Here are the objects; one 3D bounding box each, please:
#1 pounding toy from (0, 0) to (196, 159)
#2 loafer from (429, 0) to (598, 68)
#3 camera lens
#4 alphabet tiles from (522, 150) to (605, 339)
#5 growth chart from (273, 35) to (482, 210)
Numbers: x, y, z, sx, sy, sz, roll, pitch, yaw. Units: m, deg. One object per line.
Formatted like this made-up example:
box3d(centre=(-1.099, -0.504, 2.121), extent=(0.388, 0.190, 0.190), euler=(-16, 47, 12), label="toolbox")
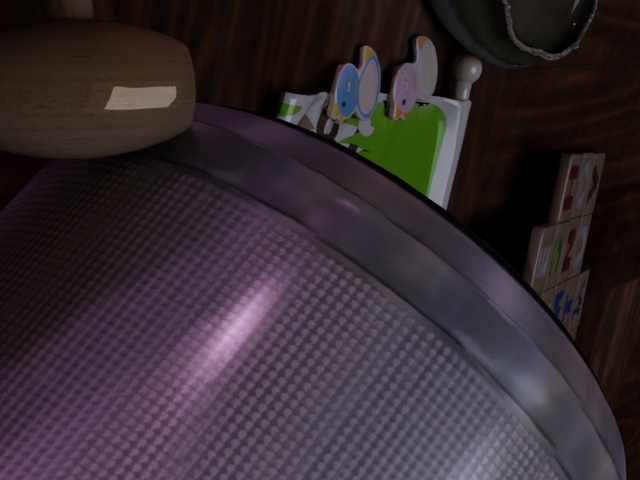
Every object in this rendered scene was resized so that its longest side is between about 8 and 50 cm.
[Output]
box3d(centre=(-0.117, -0.137, 0.329), extent=(0.154, 0.155, 0.269), euler=(-15, 116, -21), label="pounding toy")
box3d(centre=(0.093, -0.165, 0.628), extent=(0.094, 0.087, 0.251), euler=(-53, 147, -24), label="loafer")
box3d(centre=(-0.056, 0.112, 0.436), extent=(0.274, 0.219, 0.219), euler=(-52, 146, -25), label="camera lens")
box3d(centre=(0.135, 0.063, 0.875), extent=(0.198, 0.009, 0.237), euler=(-10, 113, -70), label="alphabet tiles")
box3d(centre=(0.000, 0.000, 0.655), extent=(0.237, 0.021, 0.172), euler=(-24, 127, -51), label="growth chart")
